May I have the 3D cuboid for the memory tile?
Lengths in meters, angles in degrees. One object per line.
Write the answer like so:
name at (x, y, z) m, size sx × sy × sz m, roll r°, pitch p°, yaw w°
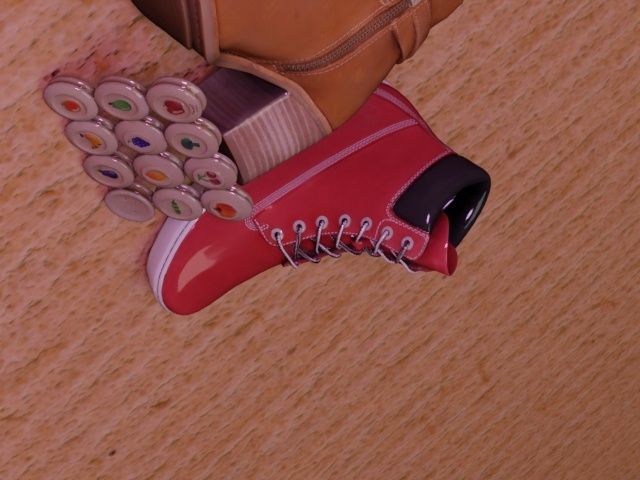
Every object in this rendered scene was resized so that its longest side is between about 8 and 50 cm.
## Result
memory tile at (-0.113, -0.057, 0.918) m, size 0.148 × 0.113 × 0.012 m, roll 67°, pitch 32°, yaw -52°

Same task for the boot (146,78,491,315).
boot at (0.000, 0.000, 1.017) m, size 0.244 × 0.176 × 0.088 m, roll -41°, pitch 147°, yaw -2°

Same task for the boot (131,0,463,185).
boot at (-0.006, -0.181, 0.887) m, size 0.220 × 0.109 × 0.283 m, roll -39°, pitch 140°, yaw -13°
